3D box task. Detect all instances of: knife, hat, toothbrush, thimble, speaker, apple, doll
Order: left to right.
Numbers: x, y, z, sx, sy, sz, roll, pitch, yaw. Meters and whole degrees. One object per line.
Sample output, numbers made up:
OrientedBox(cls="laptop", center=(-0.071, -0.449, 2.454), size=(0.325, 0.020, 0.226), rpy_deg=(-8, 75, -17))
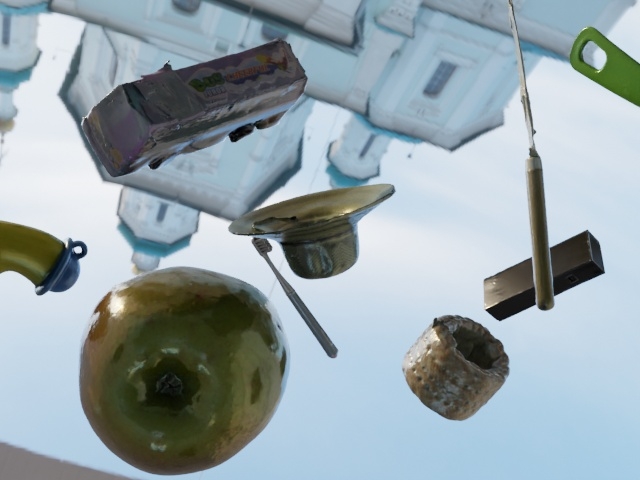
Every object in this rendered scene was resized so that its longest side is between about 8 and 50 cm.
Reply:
OrientedBox(cls="doll", center=(-0.591, 0.031, 1.282), size=(0.362, 0.200, 0.145), rpy_deg=(-5, -148, -14))
OrientedBox(cls="apple", center=(-0.212, 0.206, 1.163), size=(0.338, 0.305, 0.339), rpy_deg=(0, -89, -14))
OrientedBox(cls="toothbrush", center=(-0.049, 0.122, 1.552), size=(0.342, 0.030, 0.025), rpy_deg=(59, -148, -26))
OrientedBox(cls="hat", center=(0.000, 0.000, 1.080), size=(0.252, 0.252, 0.110), rpy_deg=(-23, -74, -37))
OrientedBox(cls="thimble", center=(0.291, 0.263, 1.563), size=(0.229, 0.148, 0.196), rpy_deg=(6, -140, -46))
OrientedBox(cls="knife", center=(0.189, -0.086, 0.668), size=(0.017, 0.047, 0.298), rpy_deg=(-6, -100, 19))
OrientedBox(cls="speaker", center=(0.394, 0.064, 1.325), size=(0.044, 0.218, 0.082), rpy_deg=(40, -143, -25))
OrientedBox(cls="knife", center=(0.219, -0.085, 0.450), size=(0.022, 0.078, 0.166), rpy_deg=(-18, -130, -43))

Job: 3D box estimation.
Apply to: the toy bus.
OrientedBox(cls="toy bus", center=(-0.163, -0.191, 1.033), size=(0.317, 0.138, 0.112), rpy_deg=(-30, -92, -41))
